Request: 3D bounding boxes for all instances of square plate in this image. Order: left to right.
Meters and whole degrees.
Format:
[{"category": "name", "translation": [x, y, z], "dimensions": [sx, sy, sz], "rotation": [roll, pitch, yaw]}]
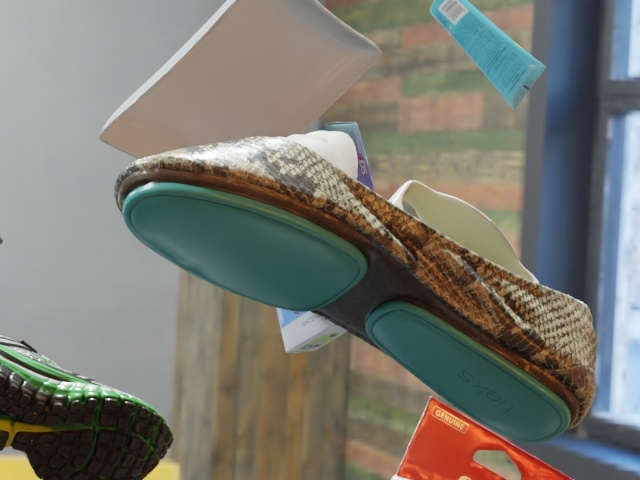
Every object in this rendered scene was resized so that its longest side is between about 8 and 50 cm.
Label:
[{"category": "square plate", "translation": [-0.115, -0.227, 2.098], "dimensions": [0.049, 0.347, 0.344], "rotation": [54, 14, 30]}]

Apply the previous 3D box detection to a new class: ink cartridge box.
[{"category": "ink cartridge box", "translation": [0.226, 0.401, 2.008], "dimensions": [0.296, 0.261, 0.066], "rotation": [31, -13, -19]}]

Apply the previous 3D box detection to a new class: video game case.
[{"category": "video game case", "translation": [0.000, 0.000, 2.069], "dimensions": [0.061, 0.270, 0.244], "rotation": [-4, -19, -34]}]

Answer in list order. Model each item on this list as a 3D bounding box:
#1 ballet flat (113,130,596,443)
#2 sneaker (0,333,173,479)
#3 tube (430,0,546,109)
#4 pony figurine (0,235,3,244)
[{"category": "ballet flat", "translation": [0.047, 0.010, 1.269], "dimensions": [0.482, 0.182, 0.164], "rotation": [29, -37, -19]}, {"category": "sneaker", "translation": [-0.310, 0.171, 1.580], "dimensions": [0.343, 0.134, 0.146], "rotation": [30, 14, -32]}, {"category": "tube", "translation": [0.243, -0.289, 2.110], "dimensions": [0.052, 0.080, 0.207], "rotation": [-9, 50, -44]}, {"category": "pony figurine", "translation": [-0.469, -0.130, 1.371], "dimensions": [0.351, 0.303, 0.363], "rotation": [48, 6, 6]}]
